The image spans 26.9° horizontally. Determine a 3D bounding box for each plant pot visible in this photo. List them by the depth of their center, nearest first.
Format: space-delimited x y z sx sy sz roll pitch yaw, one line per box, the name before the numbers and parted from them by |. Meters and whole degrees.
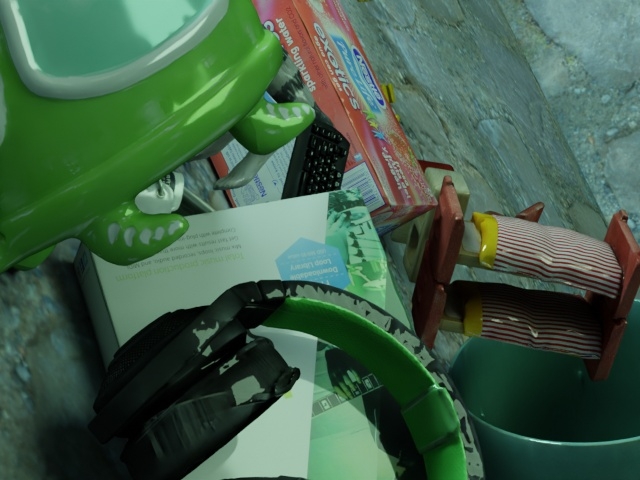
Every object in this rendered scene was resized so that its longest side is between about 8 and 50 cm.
plant pot | 0.297 0.232 1.437 0.293 0.293 0.235 -69 152 -62

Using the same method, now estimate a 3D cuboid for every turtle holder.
turtle holder | -0.191 -0.100 0.870 0.227 0.320 0.243 59 -7 -18

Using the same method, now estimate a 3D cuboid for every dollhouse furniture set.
dollhouse furniture set | 0.199 -0.012 1.463 0.201 0.152 0.374 10 24 -7

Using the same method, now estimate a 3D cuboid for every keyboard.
keyboard | 0.000 0.000 1.118 0.100 0.038 0.192 19 83 -56

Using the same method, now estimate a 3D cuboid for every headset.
headset | -0.050 0.141 0.826 0.394 0.185 0.243 -11 68 -36

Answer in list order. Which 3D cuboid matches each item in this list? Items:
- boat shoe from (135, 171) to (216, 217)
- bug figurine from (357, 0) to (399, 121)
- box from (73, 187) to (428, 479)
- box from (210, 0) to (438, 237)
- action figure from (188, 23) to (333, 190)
boat shoe | -0.142 -0.037 1.069 0.226 0.076 0.083 38 32 -44
bug figurine | 0.017 -0.226 1.593 0.216 0.072 0.279 -16 95 -58
box | -0.026 0.126 0.984 0.232 0.058 0.322 -11 70 -25
box | -0.029 -0.131 1.324 0.300 0.154 0.142 64 22 10
action figure | -0.120 -0.230 1.164 0.341 0.178 0.330 -93 166 -75
